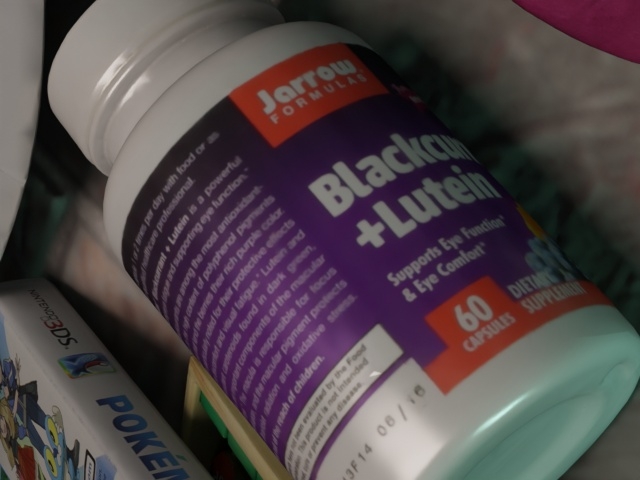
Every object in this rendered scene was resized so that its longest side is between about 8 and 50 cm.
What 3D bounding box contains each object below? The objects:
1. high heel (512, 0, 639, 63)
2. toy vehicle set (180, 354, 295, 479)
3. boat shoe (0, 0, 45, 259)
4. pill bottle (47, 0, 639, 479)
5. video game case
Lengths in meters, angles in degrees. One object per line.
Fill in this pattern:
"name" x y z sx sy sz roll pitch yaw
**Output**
"high heel" 0.116 -0.147 0.456 0.117 0.082 0.244 39 122 -12
"toy vehicle set" 0.012 0.172 0.624 0.267 0.035 0.166 -133 43 -53
"boat shoe" -0.184 -0.029 0.757 0.301 0.102 0.108 118 149 -42
"pill bottle" 0.000 0.000 0.587 0.193 0.108 0.108 49 134 22
"video game case" -0.072 0.220 0.729 0.300 0.036 0.329 -140 47 -55
